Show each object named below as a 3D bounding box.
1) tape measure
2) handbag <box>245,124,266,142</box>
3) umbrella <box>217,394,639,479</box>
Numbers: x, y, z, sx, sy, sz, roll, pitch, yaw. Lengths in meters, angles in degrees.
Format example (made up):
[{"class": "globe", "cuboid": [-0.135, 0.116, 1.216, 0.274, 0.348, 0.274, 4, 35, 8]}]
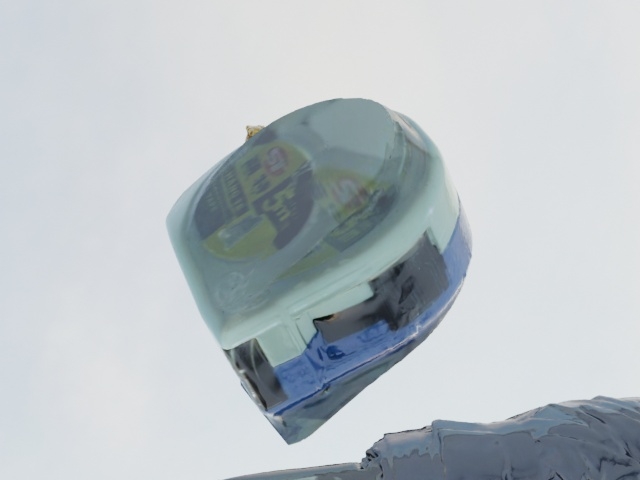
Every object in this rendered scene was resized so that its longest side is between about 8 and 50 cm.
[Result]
[{"class": "tape measure", "cuboid": [-0.002, 0.000, 1.064, 0.262, 0.259, 0.138, -34, -52, 2]}, {"class": "handbag", "cuboid": [-0.049, -0.108, 1.294, 0.061, 0.083, 0.027, 1, -81, -11]}, {"class": "umbrella", "cuboid": [0.067, 0.114, 0.559, 0.248, 0.071, 0.071, -6, -80, -22]}]
